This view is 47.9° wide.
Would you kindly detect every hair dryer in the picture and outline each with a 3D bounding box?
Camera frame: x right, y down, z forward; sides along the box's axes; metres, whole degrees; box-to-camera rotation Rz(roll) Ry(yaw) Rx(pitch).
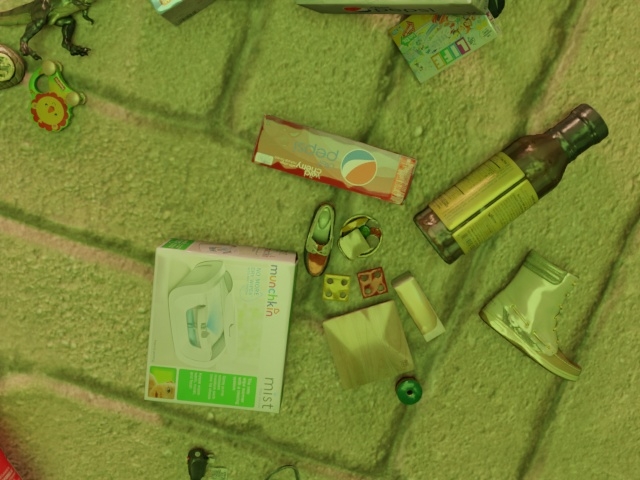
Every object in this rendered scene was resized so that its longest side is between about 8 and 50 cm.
[{"bbox_3d":[-0.169,0.538,1.319,0.224,0.080,0.293,14,99,-5],"label":"hair dryer"}]

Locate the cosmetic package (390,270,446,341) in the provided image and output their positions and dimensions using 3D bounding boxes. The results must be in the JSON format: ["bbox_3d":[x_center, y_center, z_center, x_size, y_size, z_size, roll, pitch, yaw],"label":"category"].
[{"bbox_3d":[0.171,0.115,1.267,0.041,0.060,0.115,-31,97,4],"label":"cosmetic package"}]

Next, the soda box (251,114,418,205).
[{"bbox_3d":[0.022,-0.135,1.203,0.263,0.092,0.083,17,98,-4],"label":"soda box"}]

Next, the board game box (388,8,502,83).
[{"bbox_3d":[0.200,-0.338,1.166,0.154,0.026,0.103,-27,101,39],"label":"board game box"}]

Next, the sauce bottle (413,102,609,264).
[{"bbox_3d":[0.322,-0.097,1.209,0.344,0.111,0.111,-35,99,5],"label":"sauce bottle"}]

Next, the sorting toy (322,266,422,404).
[{"bbox_3d":[0.081,0.172,1.280,0.132,0.046,0.274,-18,100,2],"label":"sorting toy"}]

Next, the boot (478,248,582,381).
[{"bbox_3d":[0.409,0.134,1.269,0.213,0.077,0.165,36,95,-4],"label":"boot"}]

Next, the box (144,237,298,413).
[{"bbox_3d":[-0.165,0.141,1.231,0.231,0.127,0.262,7,98,-1],"label":"box"}]

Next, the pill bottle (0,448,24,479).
[{"bbox_3d":[-0.683,0.358,1.199,0.229,0.229,0.407,-31,99,4],"label":"pill bottle"}]

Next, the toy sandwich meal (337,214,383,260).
[{"bbox_3d":[0.069,-0.005,1.258,0.086,0.029,0.085,0,100,-2],"label":"toy sandwich meal"}]

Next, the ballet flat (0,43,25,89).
[{"bbox_3d":[-0.613,-0.299,1.175,0.250,0.058,0.084,13,100,-4],"label":"ballet flat"}]

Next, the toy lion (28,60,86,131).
[{"bbox_3d":[-0.451,-0.236,1.207,0.096,0.034,0.100,-34,99,12],"label":"toy lion"}]

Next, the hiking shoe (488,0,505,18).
[{"bbox_3d":[0.249,-0.505,1.139,0.132,0.113,0.304,-29,111,-17],"label":"hiking shoe"}]

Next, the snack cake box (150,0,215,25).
[{"bbox_3d":[-0.151,-0.446,1.116,0.264,0.152,0.089,-31,99,3],"label":"snack cake box"}]

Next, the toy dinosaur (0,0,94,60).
[{"bbox_3d":[-0.442,-0.356,1.171,0.268,0.064,0.118,-13,85,1],"label":"toy dinosaur"}]

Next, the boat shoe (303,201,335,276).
[{"bbox_3d":[0.000,0.000,1.251,0.049,0.043,0.137,10,100,-5],"label":"boat shoe"}]

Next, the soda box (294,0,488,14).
[{"bbox_3d":[0.108,-0.398,1.100,0.286,0.098,0.091,9,100,25],"label":"soda box"}]
